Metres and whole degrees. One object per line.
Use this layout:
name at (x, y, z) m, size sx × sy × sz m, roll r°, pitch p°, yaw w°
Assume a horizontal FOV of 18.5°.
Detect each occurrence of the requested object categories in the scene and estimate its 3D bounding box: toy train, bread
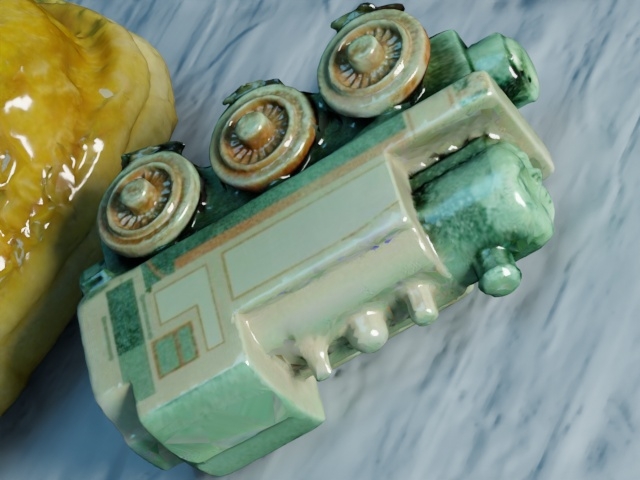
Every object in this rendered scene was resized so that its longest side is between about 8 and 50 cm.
toy train at (0.000, 0.000, 0.720) m, size 0.194 × 0.081 × 0.125 m, roll -30°, pitch 50°, yaw 16°
bread at (-0.172, -0.015, 0.854) m, size 0.198 × 0.120 × 0.236 m, roll 14°, pitch 66°, yaw 46°
